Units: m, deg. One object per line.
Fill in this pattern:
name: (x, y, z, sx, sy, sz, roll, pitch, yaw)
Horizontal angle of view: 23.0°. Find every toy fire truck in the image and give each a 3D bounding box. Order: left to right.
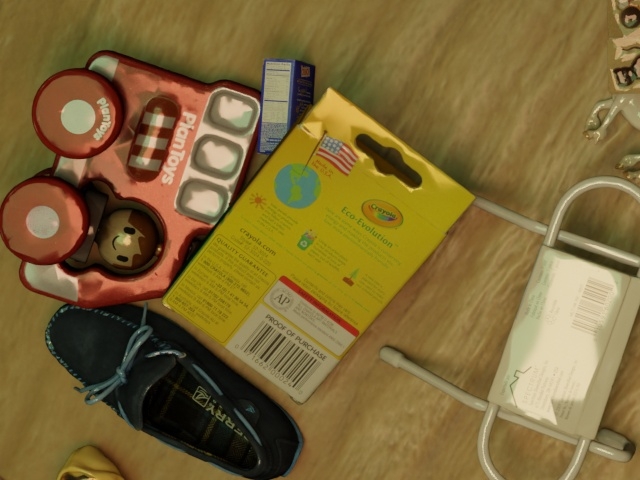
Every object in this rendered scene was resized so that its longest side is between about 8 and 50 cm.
toy fire truck: (-0.216, -0.061, 1.806, 0.254, 0.169, 0.302, 18, 95, -4)

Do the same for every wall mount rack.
wall mount rack: (0.222, 0.084, 1.678, 0.304, 0.130, 0.350, 20, 97, 14)

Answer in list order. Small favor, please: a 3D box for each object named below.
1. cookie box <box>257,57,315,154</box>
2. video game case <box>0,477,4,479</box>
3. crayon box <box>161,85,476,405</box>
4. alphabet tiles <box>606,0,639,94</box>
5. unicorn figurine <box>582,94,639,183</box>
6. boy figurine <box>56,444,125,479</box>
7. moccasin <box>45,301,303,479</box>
cookie box: (-0.038, -0.148, 1.770, 0.040, 0.092, 0.107, 5, 92, 15)
video game case: (-0.402, 0.359, 1.943, 0.166, 0.015, 0.119, 33, 101, 14)
crayon box: (0.000, 0.000, 1.712, 0.202, 0.081, 0.318, 37, 113, -7)
alphabet tiles: (0.446, -0.230, 1.513, 0.342, 0.011, 0.285, 0, 104, 19)
unicorn figurine: (0.333, -0.137, 1.671, 0.162, 0.060, 0.111, 44, 104, -4)
boy figurine: (-0.235, 0.380, 1.851, 0.177, 0.092, 0.285, -12, 91, 21)
moccasin: (-0.176, 0.161, 1.809, 0.342, 0.117, 0.138, 24, 98, 17)
